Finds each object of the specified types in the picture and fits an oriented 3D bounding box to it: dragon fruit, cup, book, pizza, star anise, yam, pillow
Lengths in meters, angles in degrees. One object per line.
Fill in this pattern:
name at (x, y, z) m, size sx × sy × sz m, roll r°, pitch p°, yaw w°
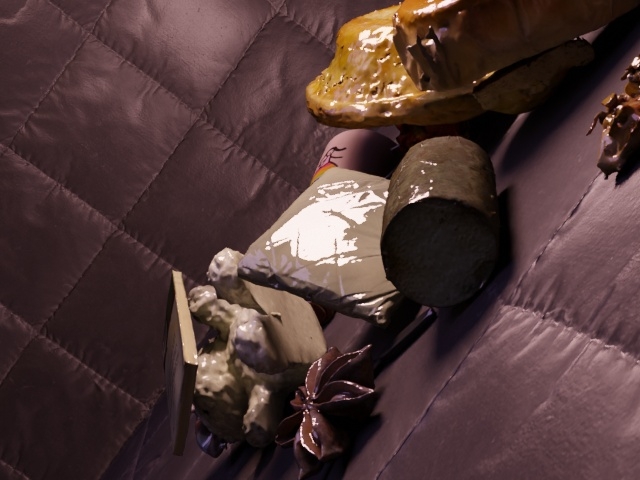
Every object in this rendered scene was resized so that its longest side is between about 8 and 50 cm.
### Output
dragon fruit at (0.209, -0.191, 1.768) m, size 0.133 × 0.150 × 0.208 m, roll 89°, pitch -160°, yaw -52°
cup at (0.093, -0.107, 1.891) m, size 0.253 × 0.191 × 0.200 m, roll -27°, pitch 26°, yaw 37°
book at (-0.251, 0.207, 1.616) m, size 0.289 × 0.026 × 0.201 m, roll -113°, pitch 31°, yaw -57°
pizza at (0.341, -0.259, 1.474) m, size 0.188 × 0.081 × 0.204 m, roll -27°, pitch 12°, yaw 15°
star anise at (0.014, 0.222, 1.251) m, size 0.197 × 0.073 × 0.212 m, roll -57°, pitch 16°, yaw -1°
pizza at (0.366, -0.182, 1.004) m, size 0.226 × 0.069 × 0.147 m, roll -50°, pitch 11°, yaw 25°
yam at (0.163, -0.035, 1.249) m, size 0.161 × 0.161 × 0.268 m, roll -50°, pitch 11°, yaw 26°
pillow at (0.054, 0.004, 1.433) m, size 0.281 × 0.274 × 0.076 m, roll -50°, pitch -37°, yaw -34°

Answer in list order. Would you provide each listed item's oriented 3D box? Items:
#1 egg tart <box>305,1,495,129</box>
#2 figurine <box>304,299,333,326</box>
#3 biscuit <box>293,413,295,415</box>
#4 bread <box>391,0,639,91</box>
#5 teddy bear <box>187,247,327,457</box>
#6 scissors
egg tart at (0.173, -0.341, 1.715) m, size 0.443 × 0.178 × 0.443 m, roll -12°, pitch 24°, yaw 6°
figurine at (0.020, 0.089, 1.846) m, size 0.098 × 0.082 × 0.154 m, roll -28°, pitch 23°, yaw 41°
biscuit at (-0.025, 0.270, 1.507) m, size 0.046 × 0.016 × 0.089 m, roll -44°, pitch 12°, yaw 49°
bread at (0.294, -0.371, 1.402) m, size 0.388 × 0.183 × 0.236 m, roll -22°, pitch 13°, yaw 16°
teddy bear at (-0.179, 0.225, 1.616) m, size 0.362 × 0.327 × 0.375 m, roll -31°, pitch -24°, yaw 15°
scissors at (0.090, 0.163, 1.298) m, size 0.220 × 0.017 × 0.088 m, roll -48°, pitch 11°, yaw 32°
